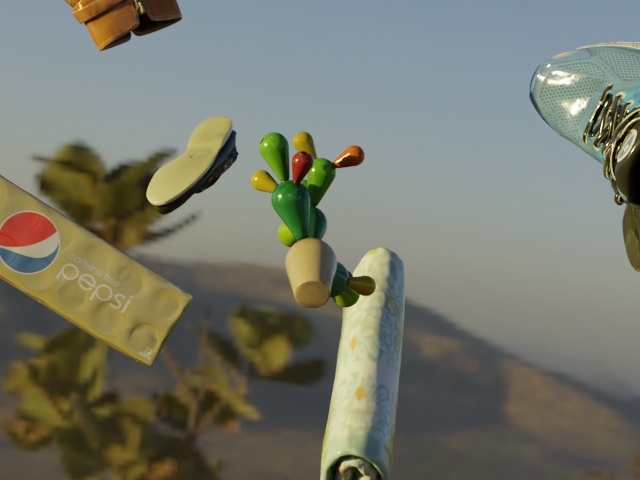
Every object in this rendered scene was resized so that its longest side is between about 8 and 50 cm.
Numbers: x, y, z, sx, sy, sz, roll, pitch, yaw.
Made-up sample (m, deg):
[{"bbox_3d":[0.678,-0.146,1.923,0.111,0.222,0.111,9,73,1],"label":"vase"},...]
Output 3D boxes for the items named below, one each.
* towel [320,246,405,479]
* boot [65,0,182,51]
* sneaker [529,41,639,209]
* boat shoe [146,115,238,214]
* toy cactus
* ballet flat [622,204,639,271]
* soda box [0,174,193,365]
[{"bbox_3d":[0.047,0.244,2.373,0.090,0.320,0.374,5,-39,0],"label":"towel"},{"bbox_3d":[-0.162,-0.268,1.679,0.197,0.152,0.073,-30,-3,-19],"label":"boot"},{"bbox_3d":[0.308,-0.100,1.695,0.147,0.130,0.330,1,22,-42],"label":"sneaker"},{"bbox_3d":[-0.112,-0.061,1.666,0.049,0.042,0.133,5,36,25],"label":"boat shoe"},{"bbox_3d":[0.000,0.000,1.805,0.112,0.219,0.180,-10,35,5],"label":"toy cactus"},{"bbox_3d":[0.366,-0.050,2.024,0.049,0.173,0.057,-1,11,-33],"label":"ballet flat"},{"bbox_3d":[-0.184,0.019,1.323,0.181,0.061,0.058,33,-8,-9],"label":"soda box"}]
